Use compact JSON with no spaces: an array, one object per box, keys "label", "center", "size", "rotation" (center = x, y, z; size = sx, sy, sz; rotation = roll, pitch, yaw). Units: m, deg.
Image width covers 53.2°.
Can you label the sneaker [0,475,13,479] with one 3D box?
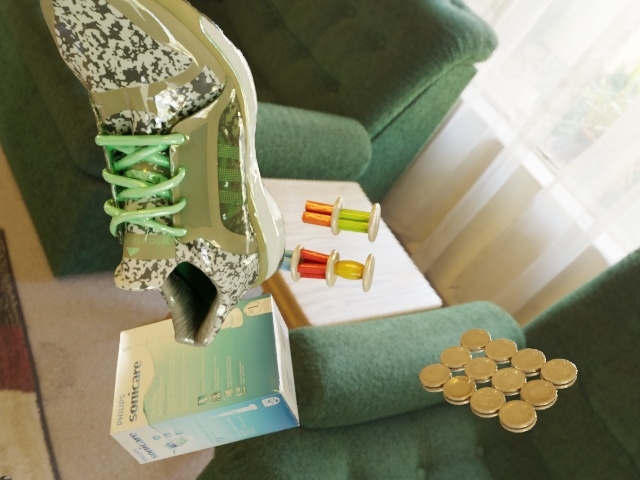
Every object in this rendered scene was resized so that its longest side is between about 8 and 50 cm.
[{"label":"sneaker","center":[-0.664,0.588,1.399],"size":[0.276,0.097,0.135],"rotation":[10,50,-10]}]

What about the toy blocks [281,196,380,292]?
[{"label":"toy blocks","center":[0.000,0.000,0.861],"size":[0.148,0.123,0.054],"rotation":[8,11,14]}]

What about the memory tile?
[{"label":"memory tile","center":[0.194,0.151,0.710],"size":[0.113,0.012,0.148],"rotation":[-34,32,-28]}]

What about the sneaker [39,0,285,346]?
[{"label":"sneaker","center":[-0.138,-0.044,0.592],"size":[0.158,0.410,0.182],"rotation":[0,49,19]}]

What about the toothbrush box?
[{"label":"toothbrush box","center":[-0.203,0.243,1.135],"size":[0.296,0.126,0.216],"rotation":[-15,45,3]}]
